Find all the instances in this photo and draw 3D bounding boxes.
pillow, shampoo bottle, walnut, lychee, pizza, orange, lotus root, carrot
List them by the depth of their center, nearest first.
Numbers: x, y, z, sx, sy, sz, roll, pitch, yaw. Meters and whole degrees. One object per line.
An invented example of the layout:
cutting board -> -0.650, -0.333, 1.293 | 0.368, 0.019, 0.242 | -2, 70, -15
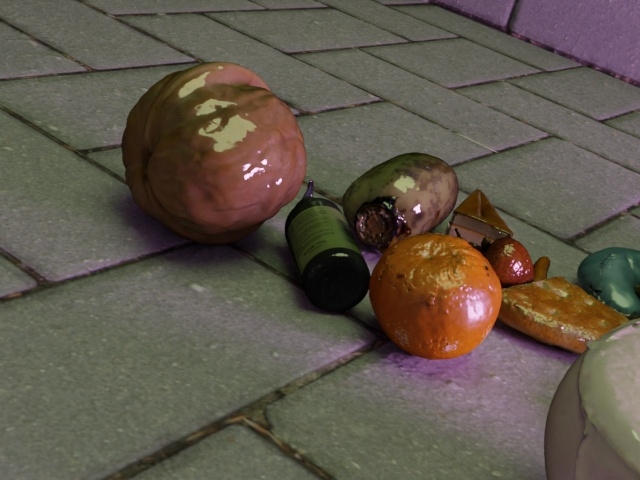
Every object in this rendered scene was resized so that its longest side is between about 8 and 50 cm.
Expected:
orange -> 0.161, 0.082, 1.425 | 0.193, 0.161, 0.193 | 4, 34, -3
walnut -> -0.165, -0.135, 1.563 | 0.285, 0.285, 0.296 | -6, 11, -39
shampoo bottle -> 0.000, 0.000, 1.565 | 0.101, 0.101, 0.284 | 8, 25, -16
pizza -> 0.389, 0.121, 1.598 | 0.292, 0.058, 0.197 | 14, 26, -8
lychee -> 0.285, 0.041, 1.655 | 0.140, 0.101, 0.114 | 21, -11, -4
pillow -> 0.565, 0.085, 1.755 | 0.233, 0.086, 0.214 | 14, 30, 0
carrot -> 0.383, 0.058, 1.756 | 0.037, 0.037, 0.190 | 20, 23, 9
lotus root -> 0.149, -0.076, 1.768 | 0.173, 0.173, 0.309 | 24, 24, 18

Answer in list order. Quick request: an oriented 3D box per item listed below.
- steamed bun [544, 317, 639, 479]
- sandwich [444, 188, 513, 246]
steamed bun -> 0.420, 0.266, 1.079 | 0.374, 0.241, 0.374 | 5, 34, -3
sandwich -> 0.302, -0.023, 1.829 | 0.113, 0.079, 0.163 | 25, 24, 14
